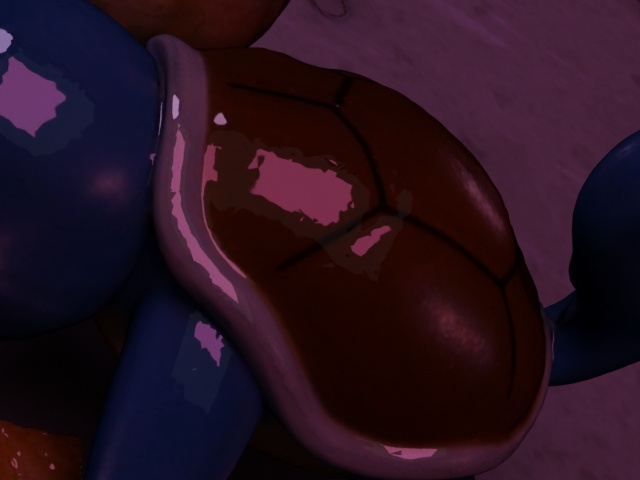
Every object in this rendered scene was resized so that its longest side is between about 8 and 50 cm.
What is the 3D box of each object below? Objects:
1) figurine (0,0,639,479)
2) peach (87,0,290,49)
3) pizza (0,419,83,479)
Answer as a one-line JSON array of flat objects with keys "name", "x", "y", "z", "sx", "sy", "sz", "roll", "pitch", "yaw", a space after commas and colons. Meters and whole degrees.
[{"name": "figurine", "x": -0.003, "y": 0.026, "z": 0.644, "sx": 0.416, "sy": 0.243, "sz": 0.298, "roll": 8, "pitch": 48, "yaw": -13}, {"name": "peach", "x": -0.119, "y": -0.171, "z": 0.721, "sx": 0.235, "sy": 0.214, "sz": 0.214, "roll": 34, "pitch": 44, "yaw": -14}, {"name": "pizza", "x": -0.148, "y": 0.125, "z": 0.587, "sx": 0.134, "sy": 0.046, "sz": 0.175, "roll": -21, "pitch": 74, "yaw": -48}]
